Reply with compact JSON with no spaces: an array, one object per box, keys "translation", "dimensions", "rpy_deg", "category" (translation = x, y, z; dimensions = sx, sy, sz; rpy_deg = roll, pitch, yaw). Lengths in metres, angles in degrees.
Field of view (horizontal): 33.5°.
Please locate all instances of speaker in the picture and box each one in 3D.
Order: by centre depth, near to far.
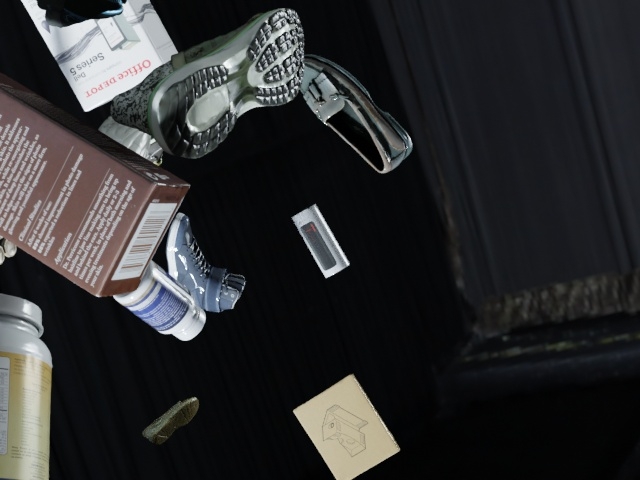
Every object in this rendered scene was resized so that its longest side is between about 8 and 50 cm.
[{"translation":[0.000,0.000,2.025],"dimensions":[0.055,0.136,0.055],"rpy_deg":[-29,-179,1],"category":"speaker"}]

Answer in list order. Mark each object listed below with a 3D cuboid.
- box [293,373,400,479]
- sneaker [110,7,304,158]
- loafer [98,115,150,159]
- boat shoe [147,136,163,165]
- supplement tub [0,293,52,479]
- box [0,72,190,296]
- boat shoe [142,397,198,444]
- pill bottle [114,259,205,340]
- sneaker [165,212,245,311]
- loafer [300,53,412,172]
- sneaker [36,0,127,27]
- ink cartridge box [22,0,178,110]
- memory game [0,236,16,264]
[{"translation":[0.058,0.425,2.388],"dimensions":[0.164,0.201,0.021],"rpy_deg":[-34,175,13],"category":"box"},{"translation":[-0.174,-0.271,1.675],"dimensions":[0.182,0.158,0.410],"rpy_deg":[14,-146,30],"category":"sneaker"},{"translation":[-0.421,-0.174,2.241],"dimensions":[0.112,0.111,0.319],"rpy_deg":[1,-142,10],"category":"loafer"},{"translation":[-0.427,-0.197,2.578],"dimensions":[0.227,0.069,0.081],"rpy_deg":[-29,-171,23],"category":"boat shoe"},{"translation":[-0.504,0.252,1.529],"dimensions":[0.228,0.316,0.228],"rpy_deg":[-4,158,-2],"category":"supplement tub"},{"translation":[-0.407,-0.091,1.565],"dimensions":[0.381,0.191,0.143],"rpy_deg":[31,-171,12],"category":"box"},{"translation":[-0.346,0.412,2.468],"dimensions":[0.048,0.056,0.153],"rpy_deg":[19,-134,34],"category":"boat shoe"},{"translation":[-0.286,0.110,1.915],"dimensions":[0.094,0.169,0.094],"rpy_deg":[-24,-137,25],"category":"pill bottle"},{"translation":[-0.236,0.050,2.214],"dimensions":[0.163,0.226,0.086],"rpy_deg":[8,-148,8],"category":"sneaker"},{"translation":[0.048,-0.230,1.926],"dimensions":[0.084,0.267,0.096],"rpy_deg":[-49,179,-39],"category":"loafer"},{"translation":[-0.394,-0.412,1.806],"dimensions":[0.139,0.125,0.341],"rpy_deg":[12,-170,-10],"category":"sneaker"},{"translation":[-0.432,-0.421,2.091],"dimensions":[0.198,0.273,0.115],"rpy_deg":[-25,-167,16],"category":"ink cartridge box"},{"translation":[-0.596,-0.047,1.920],"dimensions":[0.012,0.186,0.186],"rpy_deg":[-5,-168,21],"category":"memory game"}]
